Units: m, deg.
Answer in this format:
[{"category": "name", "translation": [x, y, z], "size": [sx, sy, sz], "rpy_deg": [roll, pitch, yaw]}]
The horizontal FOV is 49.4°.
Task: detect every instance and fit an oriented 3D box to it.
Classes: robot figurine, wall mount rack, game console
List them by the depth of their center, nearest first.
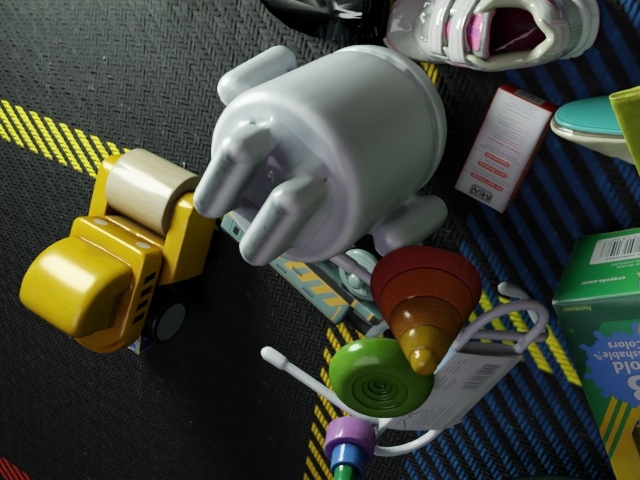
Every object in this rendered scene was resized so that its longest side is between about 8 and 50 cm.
[{"category": "robot figurine", "translation": [0.016, -0.108, 0.806], "size": [0.300, 0.353, 0.200], "rpy_deg": [48, 135, 5]}, {"category": "game console", "translation": [0.012, -0.430, 0.837], "size": [0.213, 0.044, 0.361], "rpy_deg": [26, 121, 41]}, {"category": "wall mount rack", "translation": [0.111, 0.144, 0.902], "size": [0.350, 0.304, 0.130], "rpy_deg": [-58, 36, 36]}]

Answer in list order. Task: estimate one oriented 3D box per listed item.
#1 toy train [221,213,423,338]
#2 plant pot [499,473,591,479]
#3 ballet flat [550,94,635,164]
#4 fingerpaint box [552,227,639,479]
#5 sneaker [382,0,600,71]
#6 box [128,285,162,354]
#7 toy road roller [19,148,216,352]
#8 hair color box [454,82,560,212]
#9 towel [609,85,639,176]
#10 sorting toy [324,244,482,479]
[{"category": "toy train", "translation": [0.000, 0.000, 1.012], "size": [0.334, 0.142, 0.190], "rpy_deg": [40, 139, 10]}, {"category": "plant pot", "translation": [0.298, 0.448, 0.918], "size": [0.235, 0.293, 0.293], "rpy_deg": [-32, 91, 24]}, {"category": "ballet flat", "translation": [0.378, -0.114, 0.743], "size": [0.248, 0.086, 0.086], "rpy_deg": [-1, 110, 33]}, {"category": "fingerpaint box", "translation": [0.512, 0.151, 0.684], "size": [0.445, 0.163, 0.371], "rpy_deg": [-12, 112, 36]}, {"category": "sneaker", "translation": [0.175, -0.247, 0.791], "size": [0.252, 0.111, 0.103], "rpy_deg": [7, 114, 31]}, {"category": "box", "translation": [-0.347, 0.133, 1.343], "size": [0.059, 0.054, 0.168], "rpy_deg": [26, 123, 22]}, {"category": "toy road roller", "translation": [-0.334, 0.027, 1.133], "size": [0.203, 0.241, 0.329], "rpy_deg": [26, 107, 22]}, {"category": "hair color box", "translation": [0.228, -0.113, 0.859], "size": [0.072, 0.043, 0.141], "rpy_deg": [32, 123, 18]}, {"category": "towel", "translation": [0.383, -0.070, 0.717], "size": [0.102, 0.021, 0.237], "rpy_deg": [-13, 132, 33]}, {"category": "sorting toy", "translation": [0.073, 0.178, 0.783], "size": [0.127, 0.126, 0.365], "rpy_deg": [17, 127, -4]}]
